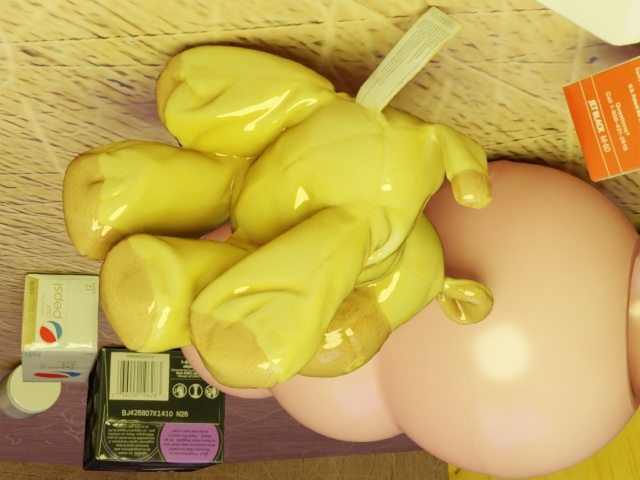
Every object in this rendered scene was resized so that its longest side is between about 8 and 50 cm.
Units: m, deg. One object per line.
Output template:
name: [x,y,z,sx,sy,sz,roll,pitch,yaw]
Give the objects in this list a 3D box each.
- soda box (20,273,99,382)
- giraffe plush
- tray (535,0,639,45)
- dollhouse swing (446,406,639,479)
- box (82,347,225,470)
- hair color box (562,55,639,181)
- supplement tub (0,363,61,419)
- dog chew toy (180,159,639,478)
soda box: [-0.259,0.091,1.081,0.069,0.073,0.216,3,165,-15]
giraffe plush: [0.000,0.000,0.565,0.210,0.181,0.170,-32,149,-3]
tray: [0.182,-0.138,0.363,0.270,0.030,0.145,-16,160,42]
dollhouse swing: [0.327,0.176,0.940,0.305,0.315,0.347,13,142,-23]
box: [-0.229,0.236,1.481,0.165,0.143,0.270,5,164,-15]
hair color box: [0.204,-0.076,0.484,0.093,0.053,0.167,-18,179,-38]
supplement tub: [-0.397,0.204,1.489,0.071,0.071,0.107,6,164,-25]
dog chew toy: [0.047,0.051,0.748,0.332,0.206,0.206,0,167,23]
